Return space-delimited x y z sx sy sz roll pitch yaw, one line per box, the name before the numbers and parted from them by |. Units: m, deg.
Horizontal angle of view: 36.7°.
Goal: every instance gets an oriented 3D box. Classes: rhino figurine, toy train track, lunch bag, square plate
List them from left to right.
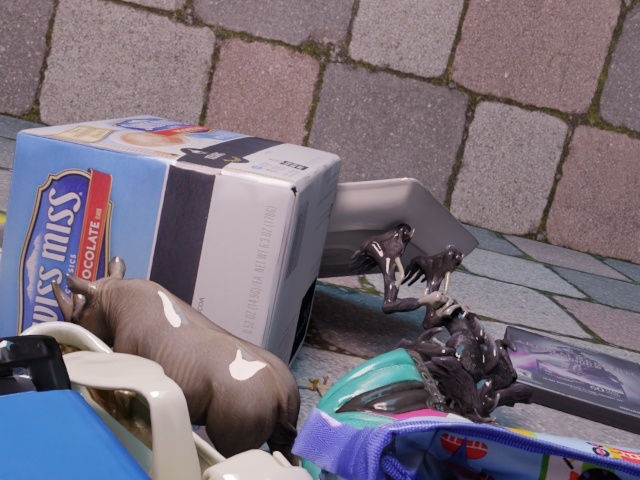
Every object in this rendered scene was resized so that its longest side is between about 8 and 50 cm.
rhino figurine | -0.110 0.084 0.683 0.243 0.106 0.073 30 36 29
toy train track | -0.016 0.145 0.995 0.083 0.014 0.048 10 11 -21
square plate | 0.000 0.000 1.236 0.347 0.049 0.344 -6 -13 20
lunch bag | 0.127 0.153 0.516 0.293 0.138 0.221 23 -12 1

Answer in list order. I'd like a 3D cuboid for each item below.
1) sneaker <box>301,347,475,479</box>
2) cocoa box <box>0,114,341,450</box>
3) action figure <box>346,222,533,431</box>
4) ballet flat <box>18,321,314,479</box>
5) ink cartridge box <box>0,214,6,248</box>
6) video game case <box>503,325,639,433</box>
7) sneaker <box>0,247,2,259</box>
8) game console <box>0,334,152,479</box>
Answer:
sneaker | 0.112 0.171 0.768 0.295 0.124 0.178 9 21 -20
cocoa box | -0.127 0.017 0.911 0.228 0.231 0.347 13 11 5
action figure | 0.122 0.116 1.021 0.164 0.141 0.276 18 34 -29
ballet flat | -0.078 0.154 0.540 0.139 0.139 0.400 3 16 -46
ink cartridge box | -0.535 -0.017 0.999 0.303 0.072 0.307 16 9 8
video game case | 0.338 0.179 1.264 0.196 0.026 0.274 16 12 8
sneaker | -0.324 0.046 0.995 0.077 0.072 0.178 -2 8 -19
game console | -0.240 0.148 0.423 0.293 0.250 0.173 -2 63 -47
